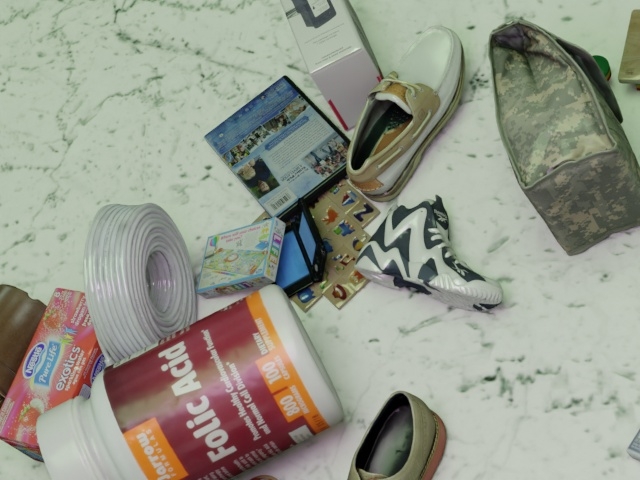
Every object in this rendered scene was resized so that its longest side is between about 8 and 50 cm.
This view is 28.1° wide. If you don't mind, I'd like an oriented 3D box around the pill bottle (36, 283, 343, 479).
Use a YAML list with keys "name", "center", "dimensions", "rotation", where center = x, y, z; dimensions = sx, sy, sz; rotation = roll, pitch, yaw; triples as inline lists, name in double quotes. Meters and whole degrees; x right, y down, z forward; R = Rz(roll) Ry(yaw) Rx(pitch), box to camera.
- name: "pill bottle"
  center: [-0.185, 0.243, 1.813]
  dimensions: [0.392, 0.224, 0.224]
  rotation: [-27, 55, 0]

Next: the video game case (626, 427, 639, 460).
- name: "video game case"
  center: [0.513, 0.229, 1.623]
  dimensions: [0.183, 0.023, 0.201]
  rotation: [-54, 35, -13]

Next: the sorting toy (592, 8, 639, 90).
- name: "sorting toy"
  center: [0.540, -0.284, 1.935]
  dimensions: [0.275, 0.046, 0.132]
  rotation: [4, 64, 26]

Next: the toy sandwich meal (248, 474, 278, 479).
- name: "toy sandwich meal"
  center: [-0.087, 0.373, 1.834]
  dimensions: [0.086, 0.029, 0.085]
  rotation: [-10, 58, 17]

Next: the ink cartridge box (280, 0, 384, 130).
- name: "ink cartridge box"
  center: [0.021, -0.329, 2.106]
  dimensions: [0.100, 0.172, 0.237]
  rotation: [-25, 55, 8]

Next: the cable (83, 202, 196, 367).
- name: "cable"
  center: [-0.273, 0.068, 1.950]
  dimensions: [0.089, 0.257, 0.257]
  rotation: [-8, 31, 18]

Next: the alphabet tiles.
- name: "alphabet tiles"
  center: [0.000, 0.000, 2.027]
  dimensions: [0.198, 0.009, 0.237]
  rotation: [-43, 55, -5]

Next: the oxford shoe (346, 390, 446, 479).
- name: "oxford shoe"
  center: [0.061, 0.363, 1.714]
  dimensions: [0.123, 0.130, 0.348]
  rotation: [8, 65, 27]

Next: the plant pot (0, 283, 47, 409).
- name: "plant pot"
  center: [-0.514, 0.170, 2.063]
  dimensions: [0.167, 0.167, 0.165]
  rotation: [15, 62, 30]

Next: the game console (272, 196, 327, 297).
- name: "game console"
  center: [-0.045, 0.013, 1.992]
  dimensions: [0.071, 0.107, 0.122]
  rotation: [-11, 54, -17]

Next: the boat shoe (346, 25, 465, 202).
- name: "boat shoe"
  center: [0.135, -0.210, 2.002]
  dimensions: [0.113, 0.103, 0.302]
  rotation: [20, 81, 29]

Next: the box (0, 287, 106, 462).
- name: "box"
  center: [-0.387, 0.218, 1.993]
  dimensions: [0.123, 0.128, 0.256]
  rotation: [9, 67, 27]

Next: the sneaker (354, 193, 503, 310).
- name: "sneaker"
  center: [0.179, 0.007, 1.892]
  dimensions: [0.235, 0.094, 0.153]
  rotation: [12, 74, 37]

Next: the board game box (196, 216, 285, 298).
- name: "board game box"
  center: [-0.126, 0.029, 2.020]
  dimensions: [0.154, 0.026, 0.103]
  rotation: [-15, 55, 40]

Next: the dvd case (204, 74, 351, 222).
- name: "dvd case"
  center: [-0.063, -0.154, 2.125]
  dimensions: [0.180, 0.022, 0.253]
  rotation: [-38, 52, -4]

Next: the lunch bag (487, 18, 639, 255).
- name: "lunch bag"
  center: [0.347, -0.162, 1.831]
  dimensions: [0.169, 0.235, 0.287]
  rotation: [-25, 55, 15]
